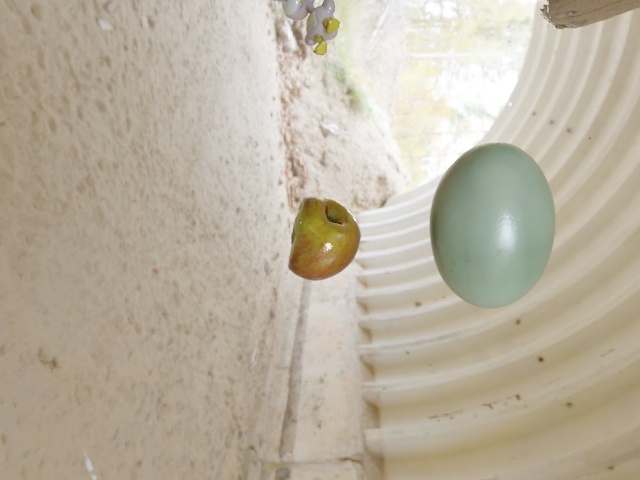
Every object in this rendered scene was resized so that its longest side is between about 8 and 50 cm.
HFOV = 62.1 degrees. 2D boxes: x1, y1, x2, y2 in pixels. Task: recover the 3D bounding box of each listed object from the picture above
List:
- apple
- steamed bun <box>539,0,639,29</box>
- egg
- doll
[{"bbox_3d":[0.000,0.000,1.160,0.173,0.160,0.195,-51,-162,34],"label":"apple"},{"bbox_3d":[0.488,-0.505,0.899,0.301,0.251,0.199,-5,83,-68],"label":"steamed bun"},{"bbox_3d":[0.286,-0.024,0.896,0.203,0.202,0.283,-77,168,-76],"label":"egg"},{"bbox_3d":[-0.029,-0.722,1.667,0.160,0.094,0.365,-55,-133,36],"label":"doll"}]
